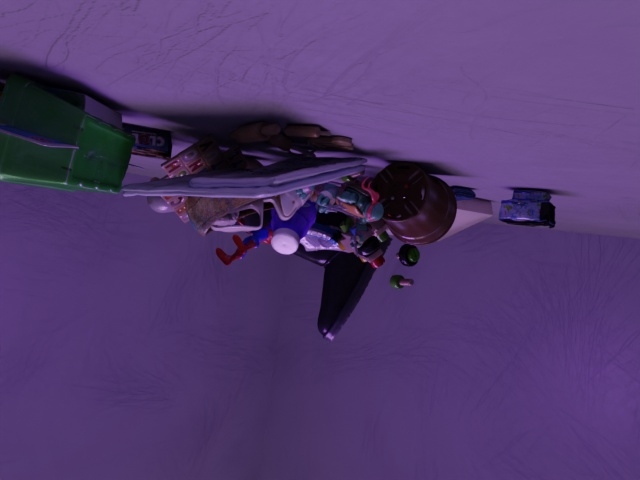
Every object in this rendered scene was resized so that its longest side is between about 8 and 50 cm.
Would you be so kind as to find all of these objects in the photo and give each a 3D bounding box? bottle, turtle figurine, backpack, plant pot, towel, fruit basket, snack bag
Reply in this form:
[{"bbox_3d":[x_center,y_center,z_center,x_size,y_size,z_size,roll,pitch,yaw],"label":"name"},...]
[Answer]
[{"bbox_3d":[-0.066,-0.081,1.245,0.118,0.092,0.283,17,-140,-4],"label":"bottle"},{"bbox_3d":[0.053,-0.064,0.969,0.234,0.118,0.175,33,163,52],"label":"turtle figurine"},{"bbox_3d":[0.482,-0.075,1.140,0.114,0.084,0.105,3,178,36],"label":"backpack"},{"bbox_3d":[0.189,-0.084,1.038,0.166,0.167,0.165,9,174,29],"label":"plant pot"},{"bbox_3d":[0.366,-0.125,1.309,0.066,0.029,0.119,8,-179,-7],"label":"towel"},{"bbox_3d":[-0.497,-0.192,0.772,0.352,0.166,0.327,24,-178,1],"label":"fruit basket"},{"bbox_3d":[-0.131,-0.121,0.900,0.342,0.037,0.323,3,-164,32],"label":"snack bag"}]

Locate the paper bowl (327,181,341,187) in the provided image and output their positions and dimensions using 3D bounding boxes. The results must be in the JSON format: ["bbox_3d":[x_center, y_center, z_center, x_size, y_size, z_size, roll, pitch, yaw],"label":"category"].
[{"bbox_3d":[-0.030,-0.137,1.747,0.283,0.148,0.284,7,-177,0],"label":"paper bowl"}]

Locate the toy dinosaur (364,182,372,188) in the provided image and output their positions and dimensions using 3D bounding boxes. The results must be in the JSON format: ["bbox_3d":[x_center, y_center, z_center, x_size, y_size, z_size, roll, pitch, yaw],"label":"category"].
[{"bbox_3d":[0.166,-0.158,1.511,0.183,0.053,0.092,14,-161,36],"label":"toy dinosaur"}]

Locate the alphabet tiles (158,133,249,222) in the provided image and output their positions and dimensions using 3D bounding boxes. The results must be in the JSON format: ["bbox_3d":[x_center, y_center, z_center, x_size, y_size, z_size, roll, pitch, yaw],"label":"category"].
[{"bbox_3d":[-0.254,-0.138,1.068,0.198,0.009,0.237,-34,161,-8],"label":"alphabet tiles"}]

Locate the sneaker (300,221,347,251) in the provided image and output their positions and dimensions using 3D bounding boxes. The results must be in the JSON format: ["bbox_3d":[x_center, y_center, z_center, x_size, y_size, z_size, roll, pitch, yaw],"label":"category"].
[{"bbox_3d":[0.000,0.000,1.340,0.190,0.083,0.071,21,-147,-12],"label":"sneaker"}]

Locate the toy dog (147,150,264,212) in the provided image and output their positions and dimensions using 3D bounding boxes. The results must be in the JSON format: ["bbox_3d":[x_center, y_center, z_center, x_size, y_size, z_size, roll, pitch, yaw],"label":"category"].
[{"bbox_3d":[-0.288,-0.157,1.228,0.161,0.220,0.333,50,-166,21],"label":"toy dog"}]

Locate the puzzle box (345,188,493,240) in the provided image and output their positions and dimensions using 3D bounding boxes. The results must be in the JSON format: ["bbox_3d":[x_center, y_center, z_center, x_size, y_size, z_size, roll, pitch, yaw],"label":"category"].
[{"bbox_3d":[0.296,-0.082,1.537,0.408,0.052,0.272,7,160,-26],"label":"puzzle box"}]

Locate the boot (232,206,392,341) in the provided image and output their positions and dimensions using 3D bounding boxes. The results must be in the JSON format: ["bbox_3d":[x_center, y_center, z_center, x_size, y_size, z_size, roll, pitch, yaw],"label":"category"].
[{"bbox_3d":[-0.066,0.031,1.419,0.444,0.367,0.146,30,158,4],"label":"boot"}]

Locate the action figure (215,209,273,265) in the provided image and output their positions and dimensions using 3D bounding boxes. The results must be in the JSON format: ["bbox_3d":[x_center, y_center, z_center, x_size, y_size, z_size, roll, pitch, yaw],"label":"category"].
[{"bbox_3d":[-0.175,-0.041,1.234,0.091,0.139,0.280,-32,178,24],"label":"action figure"}]

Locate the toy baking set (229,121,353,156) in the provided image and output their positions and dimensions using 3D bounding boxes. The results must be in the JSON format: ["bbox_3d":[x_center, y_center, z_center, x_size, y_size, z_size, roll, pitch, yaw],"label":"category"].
[{"bbox_3d":[-0.057,-0.171,0.860,0.196,0.030,0.256,6,-177,-39],"label":"toy baking set"}]

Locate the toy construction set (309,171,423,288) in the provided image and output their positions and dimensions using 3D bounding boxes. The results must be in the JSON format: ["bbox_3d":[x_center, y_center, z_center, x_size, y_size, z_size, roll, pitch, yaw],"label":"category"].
[{"bbox_3d":[0.093,-0.055,1.253,0.308,0.258,0.237,32,160,-31],"label":"toy construction set"}]

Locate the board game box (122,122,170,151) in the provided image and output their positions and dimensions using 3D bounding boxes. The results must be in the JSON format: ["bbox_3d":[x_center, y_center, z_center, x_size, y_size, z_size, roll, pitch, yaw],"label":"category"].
[{"bbox_3d":[-0.426,-0.225,1.111,0.164,0.042,0.243,8,-178,-16],"label":"board game box"}]

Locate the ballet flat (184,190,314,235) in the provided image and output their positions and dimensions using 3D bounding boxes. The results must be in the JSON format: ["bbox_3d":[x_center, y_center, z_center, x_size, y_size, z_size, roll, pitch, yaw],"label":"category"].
[{"bbox_3d":[-0.127,-0.087,1.110,0.348,0.123,0.123,-16,-171,-18],"label":"ballet flat"}]
